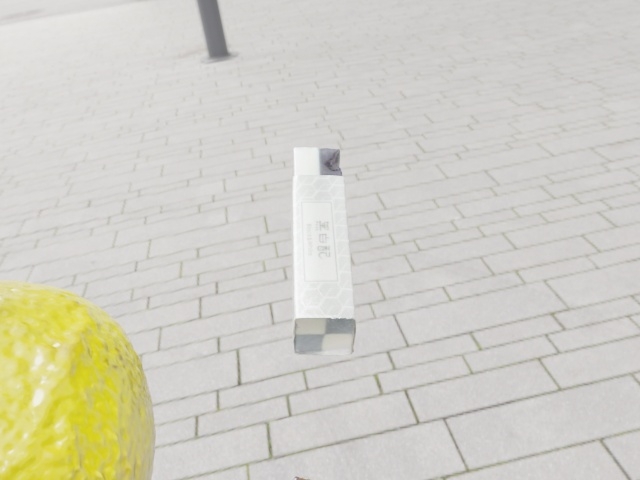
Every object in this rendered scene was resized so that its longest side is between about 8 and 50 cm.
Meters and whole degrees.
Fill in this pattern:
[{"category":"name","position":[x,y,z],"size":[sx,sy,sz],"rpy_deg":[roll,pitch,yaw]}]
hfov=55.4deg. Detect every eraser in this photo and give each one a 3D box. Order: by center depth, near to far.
[{"category":"eraser","position":[0.000,0.000,1.043],"size":[0.098,0.096,0.404],"rpy_deg":[0,47,-4]}]

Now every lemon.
[{"category":"lemon","position":[-0.250,0.158,0.449],"size":[0.268,0.268,0.322],"rpy_deg":[-8,39,2]}]

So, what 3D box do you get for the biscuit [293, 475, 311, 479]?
[{"category":"biscuit","position":[0.042,0.277,0.393],"size":[0.231,0.016,0.139],"rpy_deg":[31,59,13]}]
